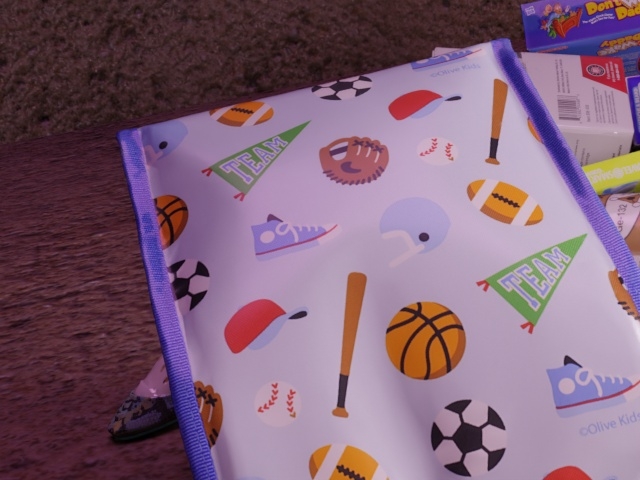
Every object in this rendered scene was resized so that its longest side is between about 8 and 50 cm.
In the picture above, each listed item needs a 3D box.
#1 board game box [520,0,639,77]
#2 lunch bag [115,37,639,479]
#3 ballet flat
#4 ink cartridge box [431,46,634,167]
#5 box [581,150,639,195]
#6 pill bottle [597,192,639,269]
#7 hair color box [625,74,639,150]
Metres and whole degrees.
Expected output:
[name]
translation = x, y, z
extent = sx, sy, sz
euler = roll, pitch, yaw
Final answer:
[board game box]
translation = 0.488, -0.299, 1.836
extent = 0.347, 0.078, 0.233
euler = -9, -21, 12
[lunch bag]
translation = 0.051, 0.078, 0.872
extent = 0.327, 0.239, 0.385
euler = -17, 46, -5
[ballet flat]
translation = -0.123, 0.131, 1.177
extent = 0.188, 0.070, 0.070
euler = -19, 17, -30
[ink cartridge box]
translation = 0.285, -0.170, 1.714
extent = 0.272, 0.114, 0.197
euler = 5, 39, 4
[box]
translation = 0.345, -0.065, 1.553
extent = 0.178, 0.042, 0.109
euler = -15, -16, -16
[pill bottle]
translation = 0.265, 0.020, 1.205
extent = 0.229, 0.131, 0.131
euler = -2, 17, 28
[hair color box]
translation = 0.609, -0.205, 1.788
extent = 0.338, 0.110, 0.185
euler = -9, -1, 7
